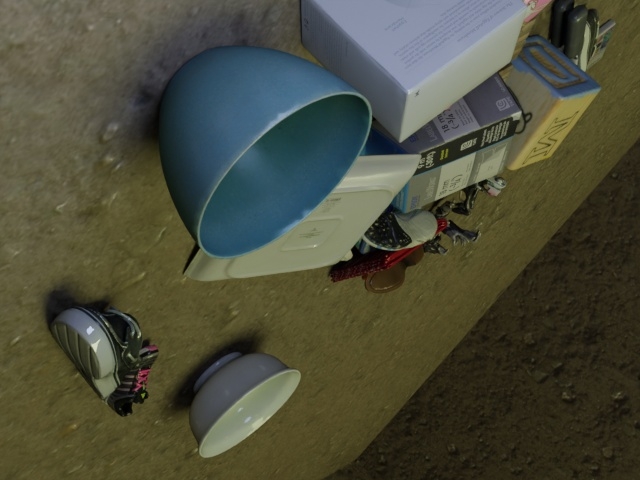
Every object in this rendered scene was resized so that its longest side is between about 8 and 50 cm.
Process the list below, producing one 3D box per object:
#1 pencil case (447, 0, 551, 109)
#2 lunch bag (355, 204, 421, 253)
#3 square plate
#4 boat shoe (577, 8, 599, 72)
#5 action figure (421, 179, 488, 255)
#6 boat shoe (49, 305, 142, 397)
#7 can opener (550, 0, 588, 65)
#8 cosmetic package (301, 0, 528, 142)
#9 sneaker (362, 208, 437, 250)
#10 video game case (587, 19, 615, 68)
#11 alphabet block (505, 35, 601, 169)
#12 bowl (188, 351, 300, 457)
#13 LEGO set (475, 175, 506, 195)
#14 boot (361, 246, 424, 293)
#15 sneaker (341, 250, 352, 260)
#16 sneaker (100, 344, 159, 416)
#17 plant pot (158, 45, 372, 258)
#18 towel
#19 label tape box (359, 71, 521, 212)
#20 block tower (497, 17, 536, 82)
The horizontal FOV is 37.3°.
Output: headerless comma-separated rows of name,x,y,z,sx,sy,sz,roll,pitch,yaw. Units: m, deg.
pencil case,0.275,-0.383,1.496,0.386,0.160,0.167,-44,-154,25
lunch bag,0.141,-0.075,2.032,0.176,0.090,0.219,-28,154,-29
square plate,-0.028,-0.029,1.674,0.347,0.049,0.344,-7,151,-35
boat shoe,0.596,-0.440,2.161,0.070,0.078,0.219,-37,158,-12
action figure,0.335,-0.040,2.392,0.276,0.141,0.164,-55,168,26
boat shoe,-0.357,0.161,1.562,0.119,0.121,0.335,-44,172,-20
can opener,0.521,-0.418,2.066,0.095,0.076,0.283,-42,159,-5
cosmetic package,0.127,-0.302,1.342,0.224,0.225,0.138,-37,159,-16
sneaker,0.149,-0.018,1.924,0.086,0.085,0.237,-20,172,38
video game case,0.646,-0.452,2.317,0.157,0.019,0.143,-37,159,-14
alphabet block,0.431,-0.292,1.991,0.193,0.192,0.197,-18,147,-46
bowl,-0.199,0.353,2.186,0.298,0.134,0.298,-38,160,-17
LEGO set,0.393,-0.221,2.190,0.107,0.132,0.287,-41,-168,49
boot,0.141,0.077,2.242,0.197,0.073,0.152,-32,-171,-36
sneaker,0.000,0.000,1.958,0.094,0.080,0.212,-32,154,4
sneaker,-0.353,0.273,1.820,0.170,0.075,0.063,-50,159,19
plant pot,-0.103,-0.145,1.267,0.290,0.195,0.290,-37,159,-17
towel,0.151,0.022,2.168,0.198,0.031,0.275,-33,-174,-28
label tape box,0.194,-0.161,1.792,0.333,0.106,0.241,-23,158,-8
block tower,0.330,-0.409,1.700,0.091,0.097,0.335,-32,156,-28
